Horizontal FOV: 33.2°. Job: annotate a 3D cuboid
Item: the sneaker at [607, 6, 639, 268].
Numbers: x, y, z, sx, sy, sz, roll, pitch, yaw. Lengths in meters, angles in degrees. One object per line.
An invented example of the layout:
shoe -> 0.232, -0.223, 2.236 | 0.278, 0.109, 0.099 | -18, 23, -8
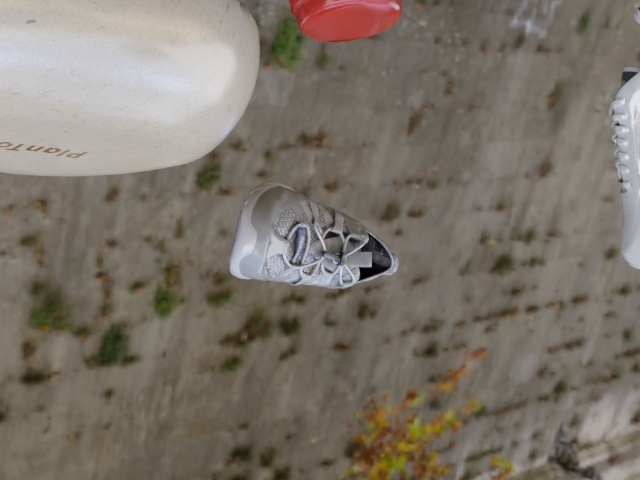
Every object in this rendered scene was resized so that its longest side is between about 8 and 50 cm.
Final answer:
sneaker -> 0.300, -0.092, 0.970 | 0.094, 0.235, 0.090 | 13, -174, 0

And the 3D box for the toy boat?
toy boat -> -0.094, -0.131, 0.517 | 0.318, 0.148, 0.267 | -15, 167, 35

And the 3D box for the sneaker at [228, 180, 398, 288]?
sneaker -> 0.000, 0.000, 1.162 | 0.115, 0.105, 0.281 | 17, -172, 25
